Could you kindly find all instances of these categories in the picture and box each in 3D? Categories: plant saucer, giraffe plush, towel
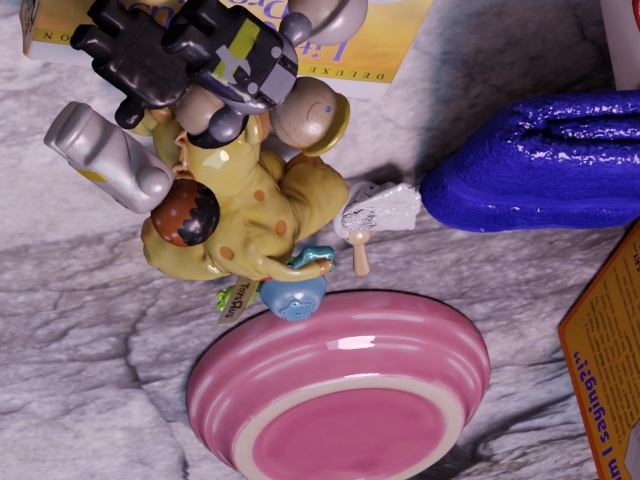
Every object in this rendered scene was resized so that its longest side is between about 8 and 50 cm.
[{"bbox_3d":[0.024,0.181,1.839,0.332,0.084,0.332,-8,143,-6],"label":"plant saucer"},{"bbox_3d":[-0.084,-0.059,1.427,0.181,0.210,0.170,-14,121,8],"label":"giraffe plush"},{"bbox_3d":[0.223,-0.058,1.470,0.228,0.076,0.308,-5,171,-9],"label":"towel"}]

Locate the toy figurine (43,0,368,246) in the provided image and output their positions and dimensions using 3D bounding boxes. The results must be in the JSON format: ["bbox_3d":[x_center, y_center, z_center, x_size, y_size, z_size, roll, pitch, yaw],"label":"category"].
[{"bbox_3d":[-0.074,-0.114,1.202,0.148,0.209,0.213,37,122,-26],"label":"toy figurine"}]

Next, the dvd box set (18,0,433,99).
[{"bbox_3d":[-0.027,-0.275,1.232,0.308,0.062,0.420,6,140,-20],"label":"dvd box set"}]

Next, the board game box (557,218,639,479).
[{"bbox_3d":[0.500,0.143,1.680,0.356,0.356,0.356,5,141,-21],"label":"board game box"}]

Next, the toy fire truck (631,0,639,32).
[{"bbox_3d":[0.298,-0.225,1.104,0.254,0.169,0.302,-27,107,17],"label":"toy fire truck"}]

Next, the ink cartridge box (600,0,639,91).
[{"bbox_3d":[0.381,-0.196,1.352,0.273,0.114,0.198,-5,165,-9],"label":"ink cartridge box"}]

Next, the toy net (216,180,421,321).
[{"bbox_3d":[0.000,0.000,1.626,0.122,0.045,0.232,19,133,-32],"label":"toy net"}]
